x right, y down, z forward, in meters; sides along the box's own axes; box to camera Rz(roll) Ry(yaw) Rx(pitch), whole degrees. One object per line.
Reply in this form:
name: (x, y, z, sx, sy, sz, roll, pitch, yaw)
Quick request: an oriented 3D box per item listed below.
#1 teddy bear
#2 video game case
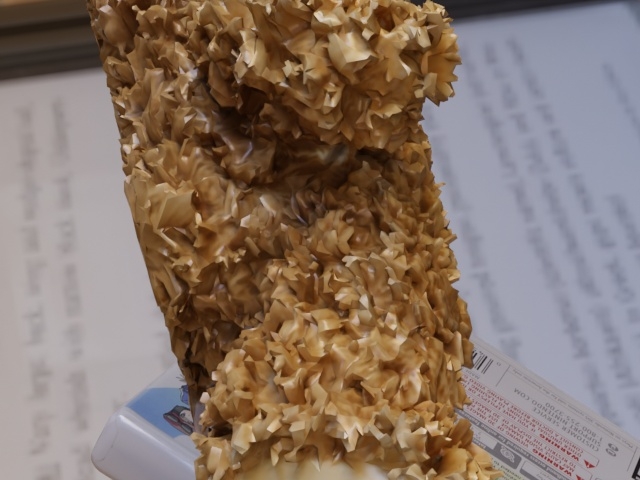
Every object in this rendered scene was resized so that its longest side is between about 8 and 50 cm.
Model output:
teddy bear: (0.000, 0.000, 0.554, 0.338, 0.113, 0.245, -109, 7, -54)
video game case: (0.085, 0.136, 0.876, 0.036, 0.329, 0.300, -60, -9, 22)
